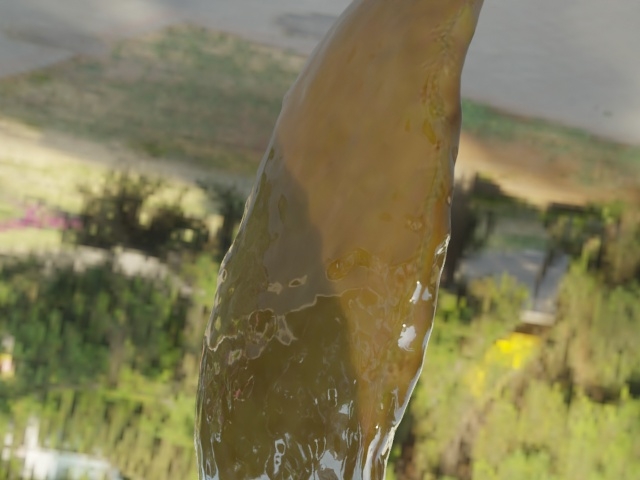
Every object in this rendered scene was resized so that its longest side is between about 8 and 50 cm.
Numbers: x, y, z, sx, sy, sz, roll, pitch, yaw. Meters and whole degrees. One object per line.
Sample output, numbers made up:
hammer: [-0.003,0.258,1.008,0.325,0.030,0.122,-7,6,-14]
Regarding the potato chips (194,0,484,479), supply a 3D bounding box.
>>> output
potato chips: [0.000,0.000,0.471,0.049,0.201,0.150,22,176,-17]
